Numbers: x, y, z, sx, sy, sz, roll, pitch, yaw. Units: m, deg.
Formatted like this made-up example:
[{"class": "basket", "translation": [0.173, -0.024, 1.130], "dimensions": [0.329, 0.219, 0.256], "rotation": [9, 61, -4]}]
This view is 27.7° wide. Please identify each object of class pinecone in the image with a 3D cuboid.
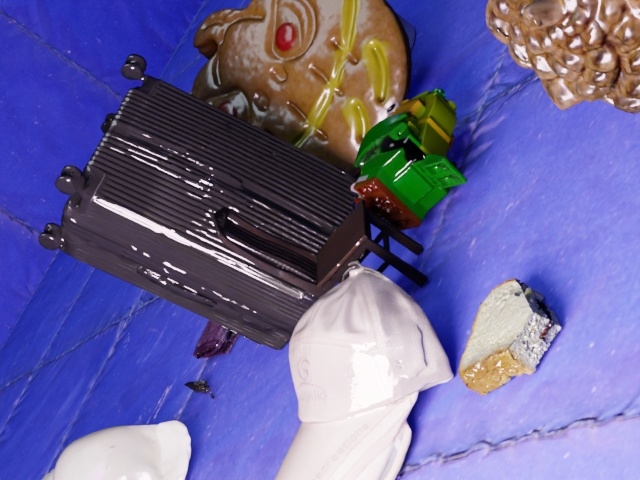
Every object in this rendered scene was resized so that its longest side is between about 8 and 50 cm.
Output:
[{"class": "pinecone", "translation": [0.268, -0.246, 1.120], "dimensions": [0.257, 0.243, 0.243], "rotation": [-53, 17, -11]}]

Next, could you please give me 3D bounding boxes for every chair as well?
[{"class": "chair", "translation": [0.000, 0.000, 1.365], "dimensions": [0.101, 0.212, 0.084], "rotation": [-48, 19, 20]}]

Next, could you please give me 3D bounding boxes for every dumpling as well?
[{"class": "dumpling", "translation": [-0.256, 0.325, 1.618], "dimensions": [0.252, 0.131, 0.179], "rotation": [-25, 48, 18]}]

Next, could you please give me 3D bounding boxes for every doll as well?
[{"class": "doll", "translation": [0.104, -0.097, 1.454], "dimensions": [0.134, 0.106, 0.186], "rotation": [-36, 24, 30]}]

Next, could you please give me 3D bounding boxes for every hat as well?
[{"class": "hat", "translation": [-0.001, 0.148, 1.235], "dimensions": [0.226, 0.164, 0.219], "rotation": [-39, 9, -25]}]

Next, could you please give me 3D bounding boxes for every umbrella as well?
[{"class": "umbrella", "translation": [-0.167, 0.195, 1.747], "dimensions": [0.022, 0.022, 0.149], "rotation": [-32, 12, -18]}]

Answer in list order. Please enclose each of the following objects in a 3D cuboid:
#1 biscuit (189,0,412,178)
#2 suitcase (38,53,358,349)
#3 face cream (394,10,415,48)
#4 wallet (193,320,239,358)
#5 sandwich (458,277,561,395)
[{"class": "biscuit", "translation": [-0.061, -0.195, 1.760], "dimensions": [0.070, 0.350, 0.394], "rotation": [2, -55, -56]}, {"class": "suitcase", "translation": [-0.137, -0.039, 1.576], "dimensions": [0.152, 0.335, 0.229], "rotation": [-56, 10, 52]}, {"class": "face cream", "translation": [0.003, -0.286, 1.927], "dimensions": [0.218, 0.179, 0.218], "rotation": [-47, 20, 22]}, {"class": "wallet", "translation": [-0.123, 0.088, 1.811], "dimensions": [0.111, 0.030, 0.165], "rotation": [-17, 41, 60]}, {"class": "sandwich", "translation": [0.165, 0.073, 1.107], "dimensions": [0.093, 0.036, 0.104], "rotation": [-36, 24, 46]}]
